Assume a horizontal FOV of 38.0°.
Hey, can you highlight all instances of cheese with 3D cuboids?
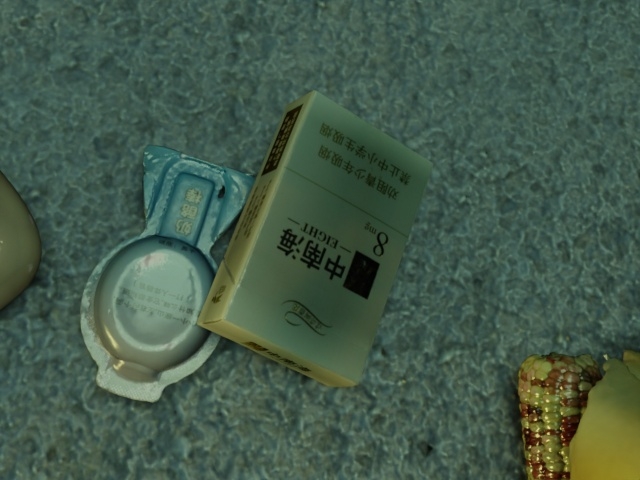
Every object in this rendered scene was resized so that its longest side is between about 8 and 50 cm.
[{"bbox_3d":[-0.146,0.031,0.883,0.135,0.052,0.244,18,71,-8],"label":"cheese"}]

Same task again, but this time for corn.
[{"bbox_3d":[0.238,0.231,0.880,0.086,0.086,0.253,-1,78,-11],"label":"corn"}]

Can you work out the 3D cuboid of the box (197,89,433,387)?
[{"bbox_3d":[0.000,0.000,0.887,0.155,0.067,0.242,29,70,-21],"label":"box"}]

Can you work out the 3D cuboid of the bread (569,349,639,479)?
[{"bbox_3d":[0.412,0.206,0.811,0.424,0.245,0.328,-14,74,-32],"label":"bread"}]

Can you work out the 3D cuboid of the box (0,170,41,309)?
[{"bbox_3d":[-0.348,-0.017,0.840,0.146,0.088,0.200,-39,83,-19],"label":"box"}]
